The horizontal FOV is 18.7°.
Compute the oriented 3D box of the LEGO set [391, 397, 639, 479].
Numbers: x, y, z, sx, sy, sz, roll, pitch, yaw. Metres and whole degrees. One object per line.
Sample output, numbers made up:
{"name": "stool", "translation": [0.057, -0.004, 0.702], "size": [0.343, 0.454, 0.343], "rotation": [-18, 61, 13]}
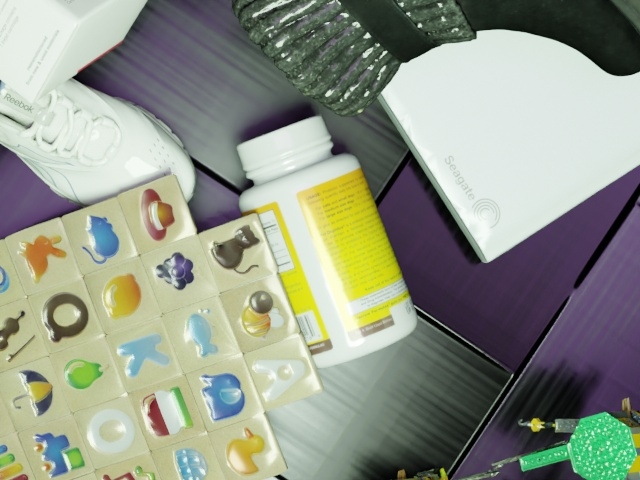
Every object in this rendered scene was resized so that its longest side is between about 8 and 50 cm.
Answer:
{"name": "LEGO set", "translation": [0.215, 0.283, 1.749], "size": [0.331, 0.192, 0.255], "rotation": [-30, 72, 27]}

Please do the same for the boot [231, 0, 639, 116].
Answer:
{"name": "boot", "translation": [0.120, -0.192, 1.704], "size": [0.348, 0.131, 0.260], "rotation": [36, 104, -24]}

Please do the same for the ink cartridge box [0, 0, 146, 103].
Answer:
{"name": "ink cartridge box", "translation": [-0.281, -0.251, 1.686], "size": [0.237, 0.172, 0.100], "rotation": [38, 123, 3]}

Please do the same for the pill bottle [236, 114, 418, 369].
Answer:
{"name": "pill bottle", "translation": [0.000, 0.000, 1.759], "size": [0.117, 0.117, 0.215], "rotation": [-21, 93, -3]}

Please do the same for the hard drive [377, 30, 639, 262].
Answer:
{"name": "hard drive", "translation": [0.238, -0.172, 1.805], "size": [0.353, 0.047, 0.233], "rotation": [-33, 93, -2]}

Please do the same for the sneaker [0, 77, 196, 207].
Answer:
{"name": "sneaker", "translation": [-0.246, -0.106, 1.733], "size": [0.297, 0.129, 0.111], "rotation": [28, 91, -7]}

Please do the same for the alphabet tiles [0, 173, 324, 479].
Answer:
{"name": "alphabet tiles", "translation": [-0.182, 0.110, 1.753], "size": [0.343, 0.011, 0.285], "rotation": [-20, 95, 14]}
